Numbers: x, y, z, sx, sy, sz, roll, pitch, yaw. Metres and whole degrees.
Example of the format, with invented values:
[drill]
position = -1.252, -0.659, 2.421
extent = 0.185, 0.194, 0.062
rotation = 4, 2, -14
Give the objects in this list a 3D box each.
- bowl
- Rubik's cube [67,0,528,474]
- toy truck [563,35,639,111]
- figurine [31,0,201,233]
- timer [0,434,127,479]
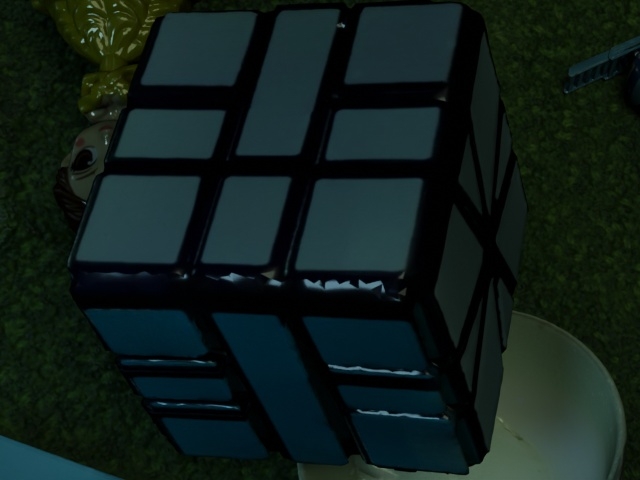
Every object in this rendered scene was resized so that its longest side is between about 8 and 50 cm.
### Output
[bowl]
position = 0.127, 0.204, 1.338
extent = 0.277, 0.145, 0.277
rotation = -7, 47, 8
[Rubik's cube]
position = 0.000, 0.000, 1.262
extent = 0.283, 0.288, 0.293
rotation = 0, 56, 17
[toy truck]
position = 0.327, -0.170, 1.635
extent = 0.136, 0.063, 0.074
rotation = -24, 58, -23
[figurine]
position = -0.179, -0.142, 1.395
extent = 0.187, 0.168, 0.315
rotation = 4, 67, -18
[timer]
position = -0.243, 0.292, 1.264
extent = 0.250, 0.091, 0.232
rotation = 24, 62, -21
